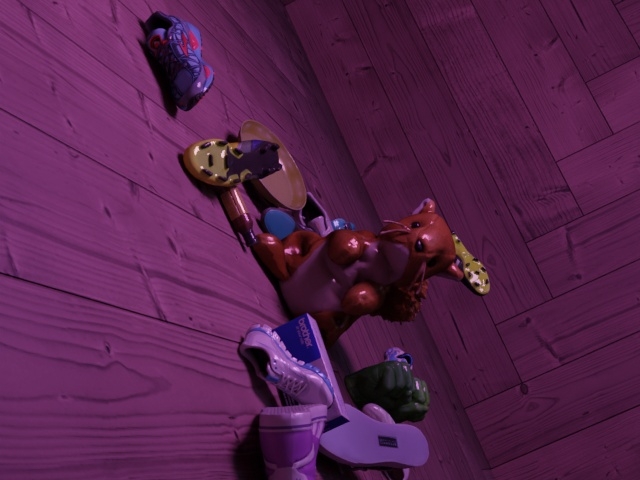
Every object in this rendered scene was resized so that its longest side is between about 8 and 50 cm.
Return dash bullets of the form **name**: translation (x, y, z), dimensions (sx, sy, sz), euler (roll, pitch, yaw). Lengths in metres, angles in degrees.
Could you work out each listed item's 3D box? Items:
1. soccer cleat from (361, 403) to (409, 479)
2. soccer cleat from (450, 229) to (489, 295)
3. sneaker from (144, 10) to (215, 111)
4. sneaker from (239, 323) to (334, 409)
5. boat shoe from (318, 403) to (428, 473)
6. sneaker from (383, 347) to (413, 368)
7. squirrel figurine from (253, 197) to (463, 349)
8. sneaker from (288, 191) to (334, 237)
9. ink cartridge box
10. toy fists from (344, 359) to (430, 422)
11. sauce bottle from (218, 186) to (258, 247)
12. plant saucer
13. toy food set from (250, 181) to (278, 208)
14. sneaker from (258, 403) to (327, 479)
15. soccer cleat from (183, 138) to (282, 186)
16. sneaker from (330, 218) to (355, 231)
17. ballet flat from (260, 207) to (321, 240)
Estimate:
- **soccer cleat**: translation (0.146, 0.451, 2.109), dimensions (0.196, 0.068, 0.076), euler (65, 13, -9)
- **soccer cleat**: translation (0.302, 0.057, 2.051), dimensions (0.179, 0.060, 0.072), euler (58, -34, 32)
- **sneaker**: translation (-0.298, -0.360, 1.902), dimensions (0.125, 0.104, 0.261), euler (29, 27, -41)
- **sneaker**: translation (-0.063, 0.226, 1.596), dimensions (0.191, 0.071, 0.083), euler (39, 24, 2)
- **boat shoe**: translation (0.067, 0.379, 1.793), dimensions (0.306, 0.105, 0.113), euler (16, 56, -43)
- **sneaker**: translation (0.224, 0.343, 2.676), dimensions (0.085, 0.086, 0.237), euler (62, 9, -1)
- **squirrel figurine**: translation (0.112, 0.057, 2.048), dimensions (0.281, 0.371, 0.397), euler (66, 11, 11)
- **sneaker**: translation (0.000, 0.000, 2.321), dimensions (0.262, 0.099, 0.121), euler (58, -13, 14)
- **ink cartridge box**: translation (-0.028, 0.241, 1.687), dimensions (0.046, 0.097, 0.207), euler (48, 19, -57)
- **toy fists**: translation (0.171, 0.360, 2.228), dimensions (0.279, 0.142, 0.096), euler (49, 18, -52)
- **sauce bottle**: translation (-0.161, -0.048, 1.893), dimensions (0.128, 0.042, 0.042), euler (67, 11, 6)
- **plant saucer**: translation (-0.120, -0.168, 2.217), dimensions (0.241, 0.037, 0.241), euler (45, 27, -31)
- **toy food set**: translation (-0.132, -0.137, 2.239), dimensions (0.192, 0.039, 0.132), euler (53, 15, -44)
- **sneaker**: translation (-0.044, 0.335, 1.470), dimensions (0.282, 0.102, 0.161), euler (30, 54, -80)
- **soccer cleat**: translation (-0.189, -0.151, 1.888), dimensions (0.289, 0.121, 0.093), euler (-12, 96, -59)
- **sneaker**: translation (0.054, 0.038, 2.468), dimensions (0.295, 0.124, 0.178), euler (-105, 172, -76)
- **ballet flat**: translation (-0.074, -0.020, 2.159), dimensions (0.203, 0.074, 0.074), euler (31, 30, -39)
